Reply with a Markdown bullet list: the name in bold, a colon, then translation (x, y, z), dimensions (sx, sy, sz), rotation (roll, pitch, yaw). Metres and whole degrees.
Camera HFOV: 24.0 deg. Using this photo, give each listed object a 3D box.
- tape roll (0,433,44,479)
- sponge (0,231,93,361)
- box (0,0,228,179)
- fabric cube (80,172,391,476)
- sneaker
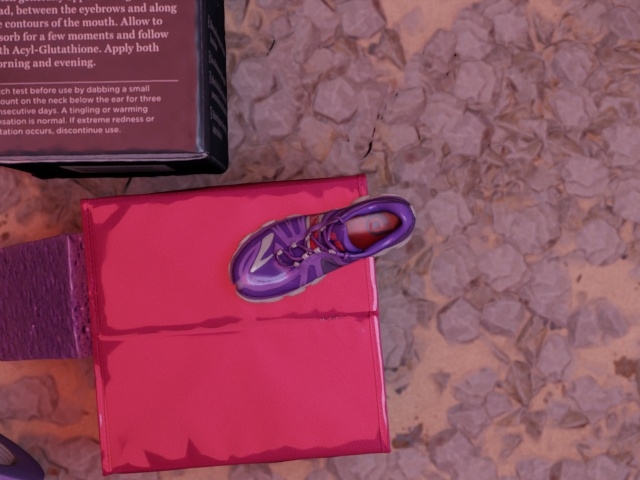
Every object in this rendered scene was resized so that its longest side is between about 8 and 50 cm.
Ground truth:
- **tape roll**: translation (-0.372, 0.222, 1.470), dimensions (0.189, 0.189, 0.080), rotation (28, 91, 0)
- **sponge**: translation (-0.272, 0.058, 1.469), dimensions (0.031, 0.210, 0.117), rotation (-6, 89, -33)
- **box**: translation (-0.201, -0.261, 1.419), dimensions (0.212, 0.293, 0.395), rotation (-1, 89, 0)
- **fabric cube**: translation (-0.074, 0.076, 1.438), dimensions (0.258, 0.254, 0.259), rotation (-5, 89, 1)
- **sneaker**: translation (0.000, 0.000, 1.277), dimensions (0.170, 0.071, 0.068), rotation (-24, 88, 1)
